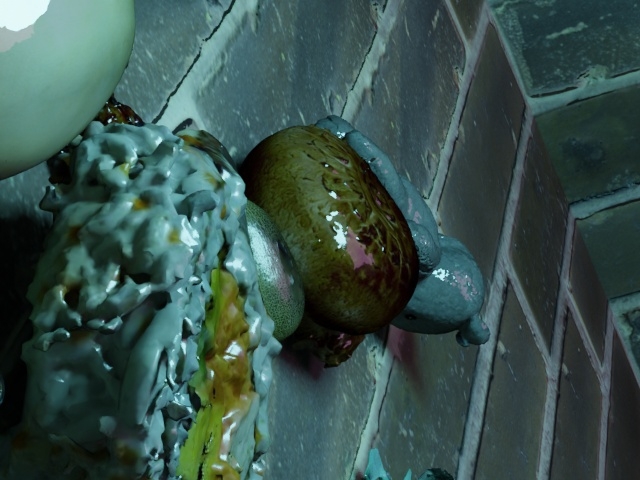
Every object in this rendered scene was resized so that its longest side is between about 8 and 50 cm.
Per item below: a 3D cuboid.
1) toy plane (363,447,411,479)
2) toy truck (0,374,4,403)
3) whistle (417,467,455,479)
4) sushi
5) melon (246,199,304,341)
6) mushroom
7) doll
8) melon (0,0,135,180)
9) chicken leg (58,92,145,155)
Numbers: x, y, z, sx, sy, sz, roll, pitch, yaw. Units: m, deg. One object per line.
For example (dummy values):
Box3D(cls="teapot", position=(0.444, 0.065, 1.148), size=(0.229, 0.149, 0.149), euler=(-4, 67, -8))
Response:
Box3D(cls="toy plane", position=(0.097, 0.343, 2.090), size=(0.096, 0.060, 0.235), euler=(-50, 125, -53))
Box3D(cls="toy truck", position=(-0.289, 0.062, 1.221), size=(0.169, 0.077, 0.100), euler=(36, 43, -58))
Box3D(cls="whistle", position=(0.209, 0.386, 2.347), size=(0.312, 0.062, 0.062), euler=(48, 31, -51))
Box3D(cls="sushi", position=(-0.141, 0.100, 1.401), size=(0.417, 0.176, 0.417), euler=(-1, 90, -82))
Box3D(cls="melon", position=(-0.074, 0.031, 1.815), size=(0.162, 0.099, 0.099), euler=(67, 19, -3))
Box3D(cls="mushroom", position=(0.015, 0.001, 1.984), size=(0.297, 0.163, 0.278), euler=(-62, 133, -74))
Box3D(cls="doll", position=(0.075, -0.001, 2.229), size=(0.340, 0.158, 0.246), euler=(50, -7, -35))
Box3D(cls="melon", position=(-0.256, -0.155, 1.275), size=(0.223, 0.223, 0.317), euler=(68, 22, -12))
Box3D(cls="chicken leg", position=(-0.191, -0.082, 1.638), size=(0.234, 0.063, 0.105), euler=(46, 37, -54))
